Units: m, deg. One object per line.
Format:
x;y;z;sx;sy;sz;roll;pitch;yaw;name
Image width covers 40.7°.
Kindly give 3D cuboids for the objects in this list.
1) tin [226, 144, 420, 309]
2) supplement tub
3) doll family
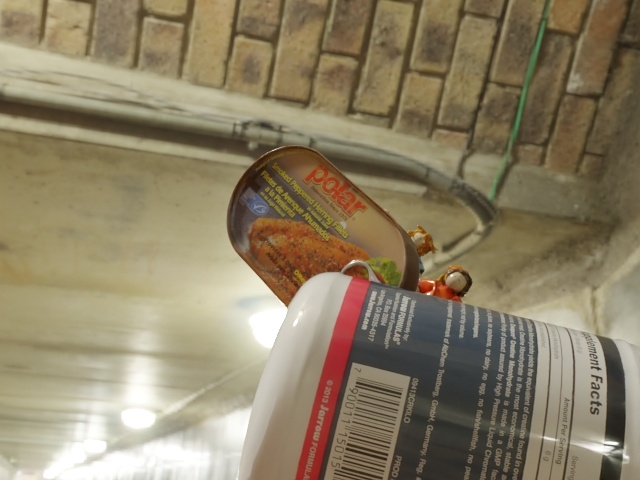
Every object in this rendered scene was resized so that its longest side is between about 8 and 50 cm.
0.000;0.000;0.679;0.106;0.040;0.190;-51;53;9;tin
0.098;0.138;0.529;0.191;0.272;0.191;14;-90;-84;supplement tub
0.124;0.057;1.289;0.263;0.163;0.118;41;166;33;doll family
